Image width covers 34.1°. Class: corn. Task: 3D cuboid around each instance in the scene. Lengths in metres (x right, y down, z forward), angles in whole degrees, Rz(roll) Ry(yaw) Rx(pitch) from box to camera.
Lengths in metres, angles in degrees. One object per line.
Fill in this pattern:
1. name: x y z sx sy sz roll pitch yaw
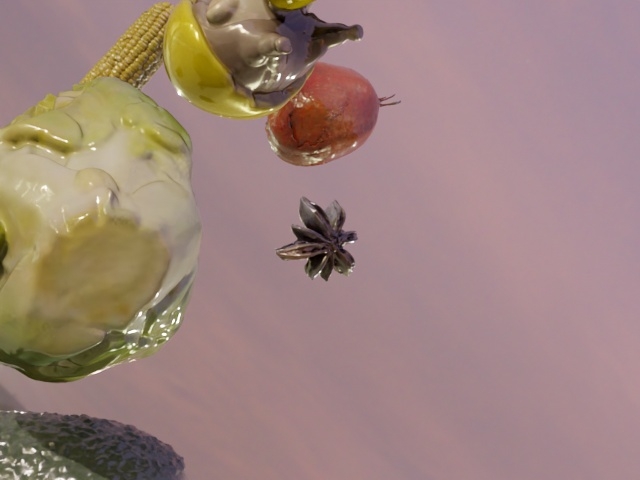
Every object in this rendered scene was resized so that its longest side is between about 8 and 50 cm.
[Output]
1. corn: -0.291 -0.268 1.589 0.080 0.238 0.080 43 5 -5

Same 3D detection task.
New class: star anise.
1. star anise: 0.000 0.000 2.430 0.093 0.236 0.229 -1 -68 50

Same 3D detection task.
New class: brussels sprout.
1. brussels sprout: -0.261 -0.007 1.051 0.344 0.268 0.344 178 -90 -66

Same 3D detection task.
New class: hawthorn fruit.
1. hawthorn fruit: 0.030 -0.261 2.103 0.211 0.299 0.211 172 -90 -73

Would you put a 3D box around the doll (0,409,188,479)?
1. doll: -0.313 0.309 1.186 0.350 0.247 0.247 17 -22 0

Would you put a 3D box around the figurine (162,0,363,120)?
1. figurine: -0.058 -0.284 1.269 0.344 0.215 0.187 -40 -111 47
